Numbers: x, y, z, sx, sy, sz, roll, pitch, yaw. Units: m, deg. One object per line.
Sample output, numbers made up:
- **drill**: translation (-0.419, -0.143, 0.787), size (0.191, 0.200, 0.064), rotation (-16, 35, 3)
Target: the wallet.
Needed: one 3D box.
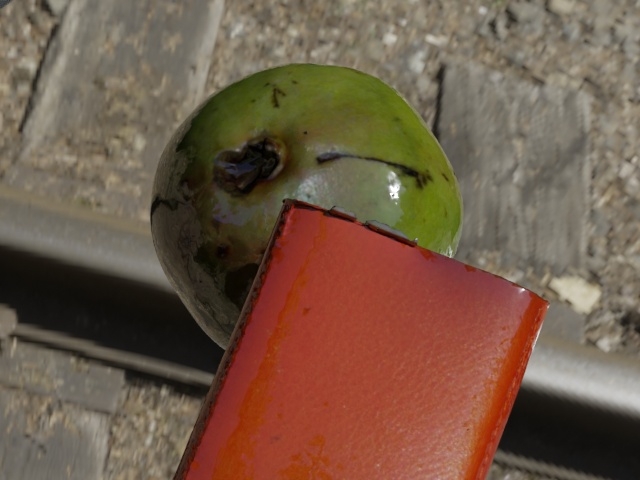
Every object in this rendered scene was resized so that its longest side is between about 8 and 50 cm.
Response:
- **wallet**: translation (0.012, 0.096, 0.714), size (0.142, 0.045, 0.204), rotation (22, 78, -1)

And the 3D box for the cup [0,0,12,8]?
- **cup**: translation (-0.241, -0.238, 0.914), size (0.134, 0.142, 0.173), rotation (-12, 48, 27)

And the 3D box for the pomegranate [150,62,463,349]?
- **pomegranate**: translation (-0.004, -0.014, 0.872), size (0.179, 0.210, 0.179), rotation (0, 91, 7)
